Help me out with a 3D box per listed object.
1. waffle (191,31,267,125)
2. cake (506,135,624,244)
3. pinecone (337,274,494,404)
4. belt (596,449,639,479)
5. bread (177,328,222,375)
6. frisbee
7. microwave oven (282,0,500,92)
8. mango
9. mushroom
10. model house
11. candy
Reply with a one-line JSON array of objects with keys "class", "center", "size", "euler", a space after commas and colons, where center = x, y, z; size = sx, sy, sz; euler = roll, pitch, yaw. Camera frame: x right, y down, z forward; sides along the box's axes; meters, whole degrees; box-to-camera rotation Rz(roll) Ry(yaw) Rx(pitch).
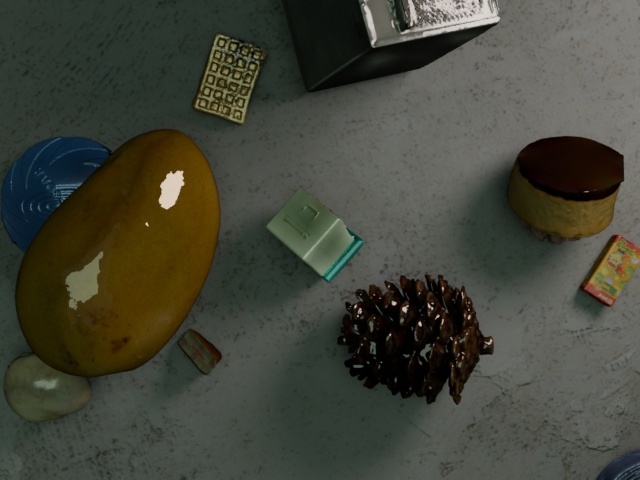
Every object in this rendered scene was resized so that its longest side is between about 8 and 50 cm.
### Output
[{"class": "waffle", "center": [-0.161, -0.287, 1.949], "size": [0.102, 0.042, 0.148], "euler": [19, 90, -4]}, {"class": "cake", "center": [0.429, -0.065, 1.928], "size": [0.185, 0.208, 0.178], "euler": [-34, 134, -36]}, {"class": "pinecone", "center": [0.164, 0.167, 1.899], "size": [0.272, 0.224, 0.224], "euler": [11, 91, 8]}, {"class": "belt", "center": [0.598, 0.458, 1.997], "size": [0.190, 0.082, 0.141], "euler": [-20, 98, -1]}, {"class": "bread", "center": [-0.204, 0.207, 1.957], "size": [0.043, 0.109, 0.062], "euler": [-51, 137, 3]}, {"class": "frisbee", "center": [-0.446, -0.065, 1.939], "size": [0.242, 0.045, 0.242], "euler": [0, 93, -4]}, {"class": "microwave oven", "center": [0.075, -0.502, 1.782], "size": [0.236, 0.374, 0.432], "euler": [-15, 90, -20]}, {"class": "mango", "center": [-0.326, 0.022, 1.840], "size": [0.300, 0.232, 0.445], "euler": [34, 78, -36]}, {"class": "mushroom", "center": [-0.474, 0.250, 1.909], "size": [0.154, 0.122, 0.154], "euler": [5, 135, 5]}, {"class": "model house", "center": [0.000, 0.000, 1.929], "size": [0.100, 0.149, 0.127], "euler": [-47, 51, -3]}, {"class": "candy", "center": [0.533, 0.054, 2.003], "size": [0.062, 0.038, 0.122], "euler": [32, 90, -4]}]
